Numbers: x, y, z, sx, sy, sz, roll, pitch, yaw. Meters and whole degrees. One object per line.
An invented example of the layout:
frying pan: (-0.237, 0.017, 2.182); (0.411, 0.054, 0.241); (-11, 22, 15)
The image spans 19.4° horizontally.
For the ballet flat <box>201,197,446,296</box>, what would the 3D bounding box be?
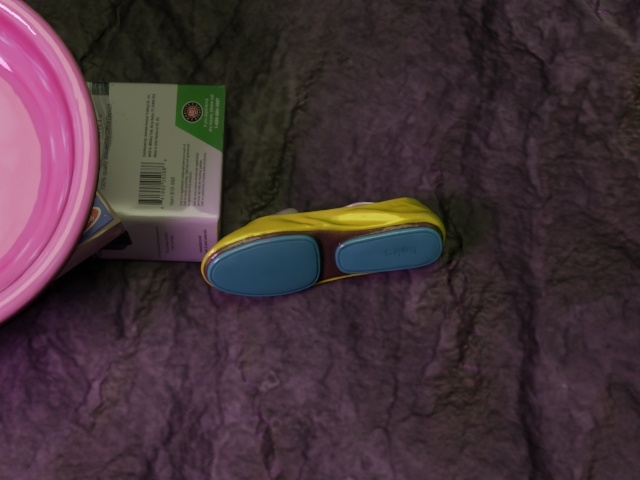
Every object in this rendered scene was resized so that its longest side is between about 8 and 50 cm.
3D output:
ballet flat: (0.000, 0.000, 1.724); (0.231, 0.077, 0.077); (-8, 39, -9)

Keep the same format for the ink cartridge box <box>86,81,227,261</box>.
ink cartridge box: (-0.193, -0.065, 1.737); (0.208, 0.087, 0.153); (2, 61, -1)

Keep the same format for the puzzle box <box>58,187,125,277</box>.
puzzle box: (-0.413, -0.004, 1.632); (0.409, 0.052, 0.272); (-36, 83, -7)

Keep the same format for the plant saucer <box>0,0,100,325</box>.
plant saucer: (-0.350, -0.065, 1.576); (0.332, 0.084, 0.332); (0, 80, -2)
